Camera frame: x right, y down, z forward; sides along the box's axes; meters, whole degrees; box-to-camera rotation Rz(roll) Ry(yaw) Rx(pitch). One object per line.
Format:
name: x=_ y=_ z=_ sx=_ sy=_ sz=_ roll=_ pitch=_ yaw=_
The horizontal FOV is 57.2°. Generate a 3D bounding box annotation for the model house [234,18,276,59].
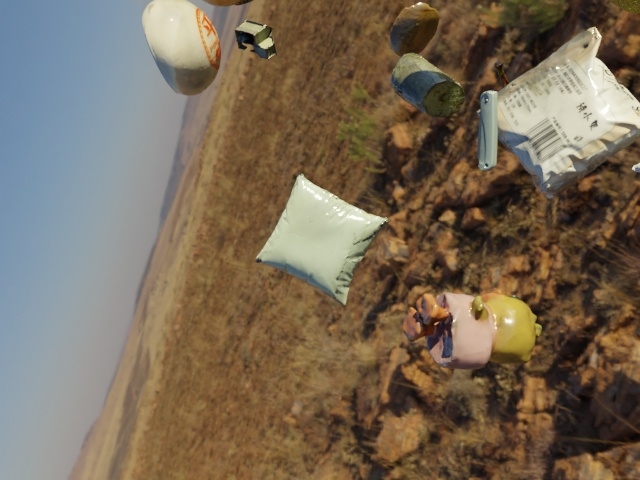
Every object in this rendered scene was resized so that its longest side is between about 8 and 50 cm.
model house: x=-0.123 y=-0.412 z=1.193 sx=0.058 sy=0.083 sz=0.057 roll=-49 pitch=-32 yaw=-31

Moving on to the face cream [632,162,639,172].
face cream: x=0.872 y=-0.194 z=1.521 sx=0.130 sy=0.034 sz=0.034 roll=-3 pitch=70 yaw=65

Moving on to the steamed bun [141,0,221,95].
steamed bun: x=-0.315 y=-0.468 z=1.399 sx=0.232 sy=0.145 sz=0.231 roll=-19 pitch=-90 yaw=-87

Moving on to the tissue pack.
tissue pack: x=0.685 y=-0.357 z=1.672 sx=0.390 sy=0.195 sz=0.375 roll=-34 pitch=67 yaw=27

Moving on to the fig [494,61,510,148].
fig: x=0.644 y=-0.444 z=1.942 sx=0.290 sy=0.191 sz=0.190 roll=80 pitch=-169 yaw=-52

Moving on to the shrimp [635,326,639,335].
shrimp: x=0.937 y=0.265 z=1.516 sx=0.222 sy=0.290 sz=0.054 roll=3 pitch=60 yaw=29

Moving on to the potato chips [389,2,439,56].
potato chips: x=0.309 y=-0.683 z=1.935 sx=0.201 sy=0.150 sz=0.049 roll=121 pitch=147 yaw=-44

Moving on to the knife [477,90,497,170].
knife: x=0.339 y=-0.222 z=1.197 sx=0.044 sy=0.023 sz=0.162 roll=17 pitch=118 yaw=47

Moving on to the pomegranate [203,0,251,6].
pomegranate: x=-0.226 y=-0.693 z=1.424 sx=0.260 sy=0.261 sz=0.260 roll=-163 pitch=90 yaw=-74

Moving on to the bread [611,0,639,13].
bread: x=0.938 y=-0.851 z=1.704 sx=0.348 sy=0.308 sz=0.348 roll=15 pitch=111 yaw=47

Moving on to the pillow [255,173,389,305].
pillow: x=0.000 y=0.000 z=1.756 sx=0.312 sy=0.310 sz=0.119 roll=-64 pitch=-3 yaw=14

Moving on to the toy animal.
toy animal: x=0.333 y=0.182 z=1.214 sx=0.195 sy=0.281 sz=0.169 roll=117 pitch=144 yaw=-54

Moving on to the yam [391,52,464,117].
yam: x=0.323 y=-0.485 z=1.841 sx=0.154 sy=0.154 sz=0.254 roll=-64 pitch=37 yaw=28
